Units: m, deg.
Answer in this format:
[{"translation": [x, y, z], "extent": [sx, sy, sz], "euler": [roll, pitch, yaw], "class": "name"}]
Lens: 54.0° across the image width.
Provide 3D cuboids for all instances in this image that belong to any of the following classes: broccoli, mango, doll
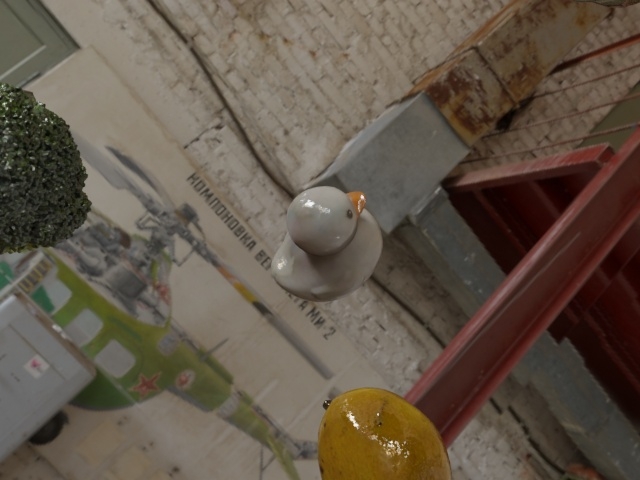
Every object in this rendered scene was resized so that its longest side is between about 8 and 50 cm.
[{"translation": [-0.363, -0.081, 0.691], "extent": [0.176, 0.197, 0.226], "euler": [5, -19, 3], "class": "broccoli"}, {"translation": [0.077, 0.272, 0.690], "extent": [0.227, 0.147, 0.109], "euler": [70, 15, 14], "class": "mango"}, {"translation": [0.000, 0.000, 1.212], "extent": [0.221, 0.251, 0.221], "euler": [46, 18, -20], "class": "doll"}]

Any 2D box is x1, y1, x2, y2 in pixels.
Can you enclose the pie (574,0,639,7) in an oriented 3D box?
[{"translation": [0.056, -0.230, 0.356], "extent": [0.339, 0.077, 0.339], "euler": [20, 17, -7], "class": "pie"}]
